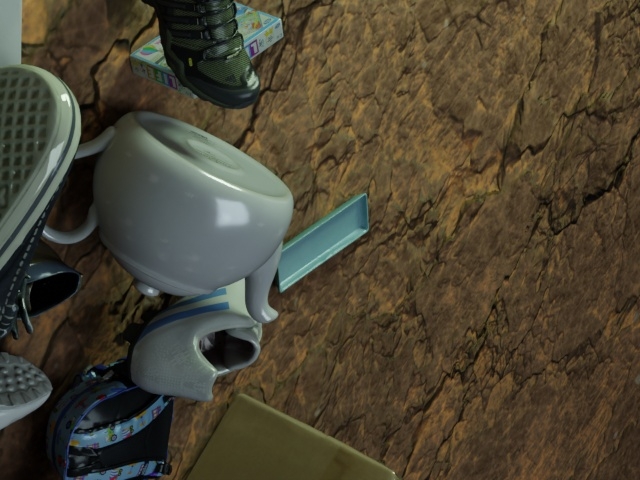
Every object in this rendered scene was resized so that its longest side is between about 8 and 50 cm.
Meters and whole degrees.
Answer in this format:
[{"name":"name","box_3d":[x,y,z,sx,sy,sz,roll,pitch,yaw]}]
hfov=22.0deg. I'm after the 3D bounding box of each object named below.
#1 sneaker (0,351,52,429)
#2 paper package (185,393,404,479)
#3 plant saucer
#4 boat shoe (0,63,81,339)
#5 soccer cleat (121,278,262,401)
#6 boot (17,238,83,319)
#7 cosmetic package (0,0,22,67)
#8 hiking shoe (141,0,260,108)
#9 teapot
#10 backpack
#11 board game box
[{"name":"sneaker","box_3d":[-0.409,0.200,1.860,0.235,0.090,0.095,-17,138,-44]},{"name":"paper package","box_3d":[-0.052,0.423,2.254,0.325,0.309,0.168,-60,145,-10]},{"name":"plant saucer","box_3d":[0.000,0.000,2.320,0.192,0.018,0.067,-34,135,-36]},{"name":"boat shoe","box_3d":[-0.366,0.029,1.619,0.156,0.187,0.500,1,133,-50]},{"name":"soccer cleat","box_3d":[-0.119,0.098,2.053,0.331,0.143,0.116,-50,152,-51]},{"name":"boot","box_3d":[-0.364,0.041,1.786,0.219,0.106,0.082,-19,125,-47]},{"name":"cosmetic package","box_3d":[-0.454,-0.237,1.454,0.385,0.156,0.217,-21,124,-44]},{"name":"hiking shoe","box_3d":[-0.132,-0.251,1.815,0.086,0.114,0.227,-33,90,-32]},{"name":"teapot","box_3d":[-0.171,-0.023,1.906,0.187,0.256,0.252,-60,159,13]},{"name":"backpack","box_3d":[-0.269,0.234,2.019,0.173,0.117,0.158,-19,125,-47]},{"name":"board game box","box_3d":[-0.133,-0.228,1.929,0.154,0.103,0.026,-39,138,-32]}]
